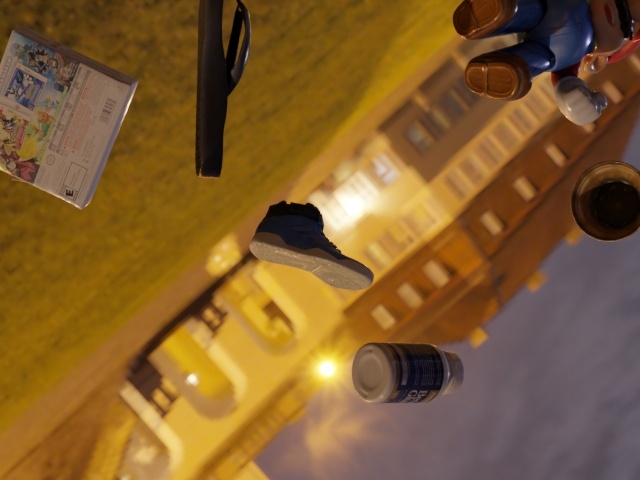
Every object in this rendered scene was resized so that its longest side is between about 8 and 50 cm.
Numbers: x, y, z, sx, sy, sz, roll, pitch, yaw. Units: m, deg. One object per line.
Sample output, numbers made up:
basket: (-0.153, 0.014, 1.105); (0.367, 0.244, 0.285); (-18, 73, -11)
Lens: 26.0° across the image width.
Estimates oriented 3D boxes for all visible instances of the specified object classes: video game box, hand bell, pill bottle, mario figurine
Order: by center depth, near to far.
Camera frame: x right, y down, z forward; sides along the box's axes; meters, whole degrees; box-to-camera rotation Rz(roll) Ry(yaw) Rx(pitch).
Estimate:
mario figurine: (0.307, -0.261, 1.618); (0.320, 0.170, 0.198); (-22, 137, -43)
video game box: (-0.382, -0.174, 1.974); (0.048, 0.187, 0.205); (-68, -176, -70)
pill bottle: (0.140, 0.205, 2.150); (0.169, 0.094, 0.094); (4, 149, -39)
hand bell: (0.497, -0.048, 2.227); (0.126, 0.126, 0.242); (-41, 158, 17)

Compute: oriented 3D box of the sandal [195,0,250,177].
sandal: (-0.111, -0.198, 1.573); (0.054, 0.254, 0.097); (1, -169, -10)

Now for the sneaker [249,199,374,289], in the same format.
sneaker: (0.000, -0.001, 1.646); (0.058, 0.152, 0.084); (93, 17, -57)

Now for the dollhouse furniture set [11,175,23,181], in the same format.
dollhouse furniture set: (-0.487, -0.192, 2.350); (0.129, 0.183, 0.129); (9, 178, 37)
